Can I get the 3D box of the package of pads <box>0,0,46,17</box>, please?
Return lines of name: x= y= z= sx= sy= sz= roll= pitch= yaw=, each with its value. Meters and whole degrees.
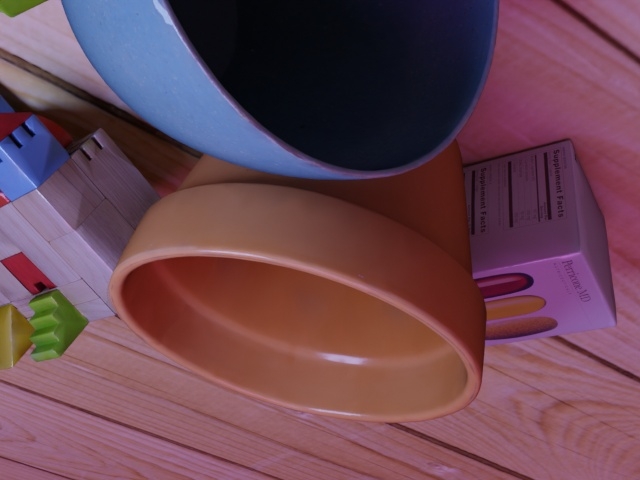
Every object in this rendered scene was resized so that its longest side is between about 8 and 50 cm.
package of pads: x=-0.050 y=-0.252 z=0.296 sx=0.296 sy=0.229 sz=0.101 roll=-24 pitch=178 yaw=5

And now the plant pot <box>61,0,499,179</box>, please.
plant pot: x=-0.050 y=-0.173 z=0.521 sx=0.195 sy=0.290 sz=0.290 roll=-5 pitch=145 yaw=45

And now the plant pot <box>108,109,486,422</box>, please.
plant pot: x=0.000 y=0.000 z=0.679 sx=0.290 sy=0.204 sz=0.291 roll=12 pitch=152 yaw=6

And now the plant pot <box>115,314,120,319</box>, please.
plant pot: x=-0.194 y=0.063 z=1.049 sx=0.236 sy=0.032 sz=0.236 roll=5 pitch=143 yaw=4

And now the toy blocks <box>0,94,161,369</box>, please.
toy blocks: x=-0.315 y=-0.035 z=0.829 sx=0.381 sy=0.191 sz=0.261 roll=-15 pitch=121 yaw=42

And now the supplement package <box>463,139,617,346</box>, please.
supplement package: x=0.154 y=0.018 z=0.832 sx=0.244 sy=0.134 sz=0.139 roll=-14 pitch=139 yaw=27
